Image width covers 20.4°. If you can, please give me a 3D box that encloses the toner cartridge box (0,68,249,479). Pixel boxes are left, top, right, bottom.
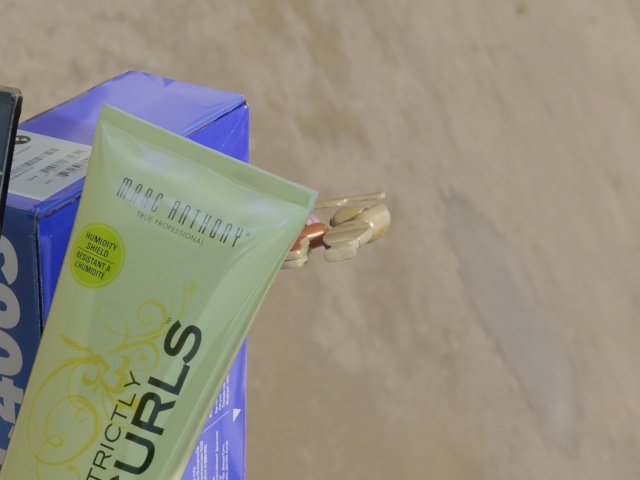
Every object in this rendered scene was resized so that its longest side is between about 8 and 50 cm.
[{"bbox_3d":[-0.110,0.106,0.879,0.165,0.075,0.348,-33,133,-51],"label":"toner cartridge box"}]

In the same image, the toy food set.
[{"bbox_3d":[0.000,0.000,1.044,0.122,0.078,0.019,-48,128,-67],"label":"toy food set"}]

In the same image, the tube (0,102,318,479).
[{"bbox_3d":[-0.085,0.074,0.681,0.070,0.240,0.062,17,10,-26],"label":"tube"}]

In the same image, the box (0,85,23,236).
[{"bbox_3d":[-0.174,0.002,0.504,0.029,0.162,0.116,-133,-129,-83],"label":"box"}]
